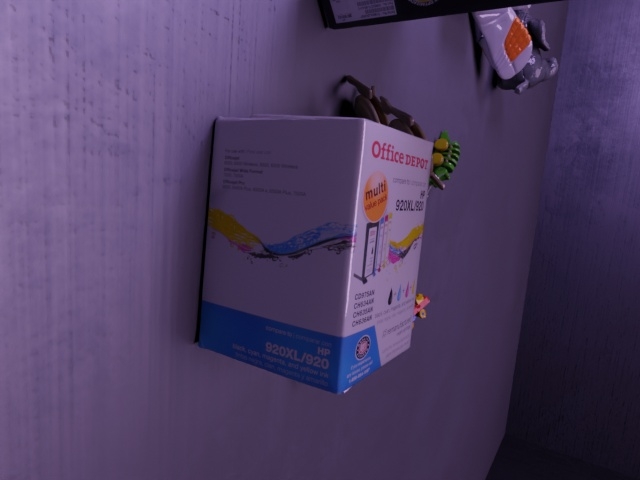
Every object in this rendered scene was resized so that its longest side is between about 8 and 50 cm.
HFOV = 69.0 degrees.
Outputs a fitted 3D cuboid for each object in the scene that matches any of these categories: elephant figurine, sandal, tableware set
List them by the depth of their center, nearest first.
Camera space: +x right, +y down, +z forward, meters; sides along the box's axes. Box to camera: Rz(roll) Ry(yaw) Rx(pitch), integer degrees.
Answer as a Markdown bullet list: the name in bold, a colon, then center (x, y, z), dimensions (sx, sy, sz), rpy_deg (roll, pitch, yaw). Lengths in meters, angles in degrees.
- **tableware set**: center (0.097, -0.136, 0.605), dimensions (0.039, 0.194, 0.128), rpy_deg (-22, 127, -8)
- **sandal**: center (0.423, -0.512, 1.117), dimensions (0.265, 0.102, 0.076), rpy_deg (43, 17, -37)
- **elephant figurine**: center (0.550, -0.548, 1.286), dimensions (0.170, 0.186, 0.239), rpy_deg (-21, 112, -7)

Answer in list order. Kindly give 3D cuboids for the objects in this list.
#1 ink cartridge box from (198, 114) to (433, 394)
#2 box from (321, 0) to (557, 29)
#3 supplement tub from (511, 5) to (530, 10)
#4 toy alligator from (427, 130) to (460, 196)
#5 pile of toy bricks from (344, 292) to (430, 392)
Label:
- **ink cartridge box**: center (0.000, 0.000, 0.482), dimensions (0.171, 0.169, 0.232), rpy_deg (-5, 102, -58)
- **box**: center (0.231, -0.373, 0.540), dimensions (0.318, 0.395, 0.097), rpy_deg (-58, 141, -34)
- **supplement tub**: center (0.444, -0.586, 1.110), dimensions (0.071, 0.107, 0.070), rpy_deg (-23, 117, -55)
- **toy alligator**: center (0.258, -0.151, 0.980), dimensions (0.056, 0.052, 0.189), rpy_deg (47, 59, -53)
- **pile of toy bricks**: center (0.054, 0.117, 0.696), dimensions (0.212, 0.118, 0.105), rpy_deg (-33, 99, -31)
